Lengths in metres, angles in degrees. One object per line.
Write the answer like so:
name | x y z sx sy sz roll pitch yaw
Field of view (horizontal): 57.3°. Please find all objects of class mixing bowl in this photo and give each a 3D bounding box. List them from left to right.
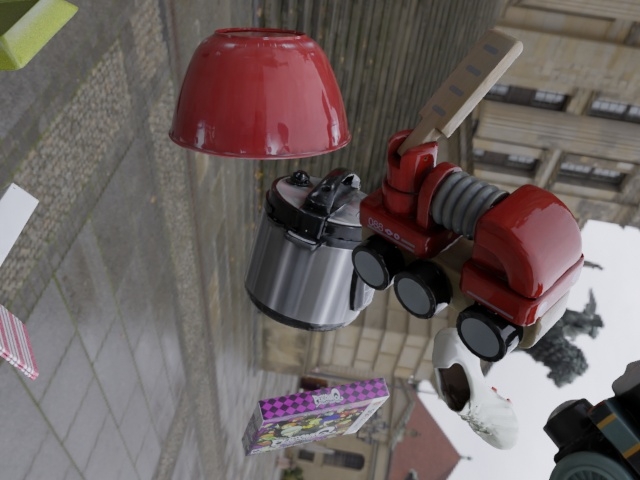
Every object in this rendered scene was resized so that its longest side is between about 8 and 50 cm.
mixing bowl | -0.057 -0.151 0.568 0.181 0.182 0.098 -76 170 -65

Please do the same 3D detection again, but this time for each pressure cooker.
pressure cooker | -0.006 -0.002 1.644 0.370 0.376 0.420 50 -50 52

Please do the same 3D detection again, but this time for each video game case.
video game case | -0.015 0.324 1.068 0.210 0.232 0.041 113 -34 -51

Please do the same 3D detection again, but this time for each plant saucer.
plant saucer | -0.546 -0.365 1.010 0.045 0.189 0.188 71 31 -48

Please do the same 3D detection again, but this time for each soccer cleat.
soccer cleat | 0.178 0.189 0.692 0.196 0.068 0.076 60 40 -22

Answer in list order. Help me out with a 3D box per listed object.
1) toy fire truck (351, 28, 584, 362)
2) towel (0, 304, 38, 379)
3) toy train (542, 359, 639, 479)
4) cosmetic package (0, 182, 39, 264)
toy fire truck | 0.150 -0.049 0.562 0.159 0.217 0.246 -32 137 -30
towel | -0.644 0.189 1.186 0.144 0.029 0.197 53 -13 34
toy train | 0.341 0.249 0.471 0.190 0.142 0.334 -49 -125 22
cosmetic package | -0.571 0.020 0.984 0.060 0.099 0.239 42 42 -33
